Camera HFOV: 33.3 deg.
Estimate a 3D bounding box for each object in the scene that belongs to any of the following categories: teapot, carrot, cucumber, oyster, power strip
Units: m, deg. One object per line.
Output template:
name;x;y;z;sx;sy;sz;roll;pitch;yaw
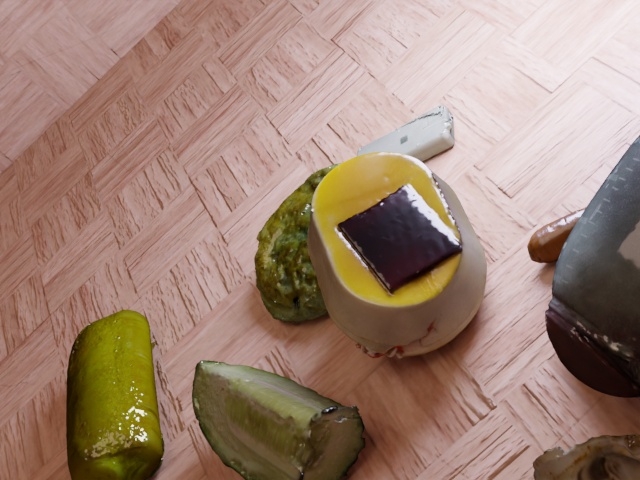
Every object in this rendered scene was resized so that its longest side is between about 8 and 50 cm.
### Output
teapot;0.371;0.021;1.177;0.312;0.233;0.315;-48;4;5
carrot;0.362;-0.035;1.375;0.216;0.048;0.048;-31;36;13
cucumber;-0.070;0.253;1.483;0.325;0.105;0.145;16;93;53
oyster;0.309;0.261;1.087;0.233;0.107;0.161;-46;34;34
power strip;0.136;-0.152;1.741;0.192;0.035;0.081;-26;37;26

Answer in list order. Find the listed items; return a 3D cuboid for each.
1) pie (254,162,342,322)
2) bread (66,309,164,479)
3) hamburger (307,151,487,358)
pie;0.000;0.000;1.681;0.277;0.078;0.277;-26;42;26
bread;-0.350;0.258;1.761;0.166;0.112;0.383;-37;34;13
hamburger;0.101;0.016;1.471;0.227;0.151;0.295;-21;51;3
